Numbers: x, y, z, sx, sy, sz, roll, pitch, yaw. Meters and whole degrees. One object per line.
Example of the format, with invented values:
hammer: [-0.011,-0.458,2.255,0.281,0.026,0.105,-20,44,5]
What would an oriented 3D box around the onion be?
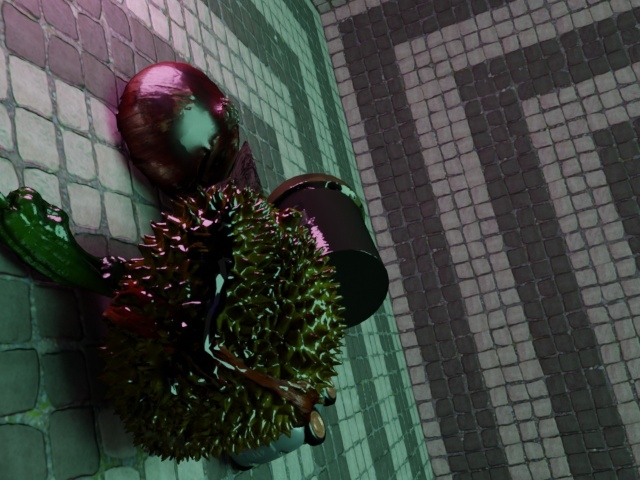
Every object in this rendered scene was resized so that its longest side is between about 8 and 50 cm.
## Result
onion: [-0.229,-0.202,1.099,0.272,0.195,0.272,12,76,-60]

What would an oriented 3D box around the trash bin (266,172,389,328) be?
trash bin: [0.000,0.000,1.138,0.214,0.214,0.334,61,1,-37]

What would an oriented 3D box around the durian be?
durian: [-0.134,0.120,0.830,0.347,0.385,0.347,34,-4,3]

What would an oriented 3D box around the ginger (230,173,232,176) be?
ginger: [-0.208,-0.115,1.270,0.080,0.104,0.204,32,27,-45]

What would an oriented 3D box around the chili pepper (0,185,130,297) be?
chili pepper: [-0.337,0.010,0.780,0.257,0.074,0.100,60,18,-53]

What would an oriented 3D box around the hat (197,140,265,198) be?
hat: [-0.162,-0.038,1.053,0.265,0.128,0.266,170,-90,-76]

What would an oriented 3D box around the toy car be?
toy car: [-0.102,0.280,1.123,0.213,0.180,0.270,60,19,-10]
